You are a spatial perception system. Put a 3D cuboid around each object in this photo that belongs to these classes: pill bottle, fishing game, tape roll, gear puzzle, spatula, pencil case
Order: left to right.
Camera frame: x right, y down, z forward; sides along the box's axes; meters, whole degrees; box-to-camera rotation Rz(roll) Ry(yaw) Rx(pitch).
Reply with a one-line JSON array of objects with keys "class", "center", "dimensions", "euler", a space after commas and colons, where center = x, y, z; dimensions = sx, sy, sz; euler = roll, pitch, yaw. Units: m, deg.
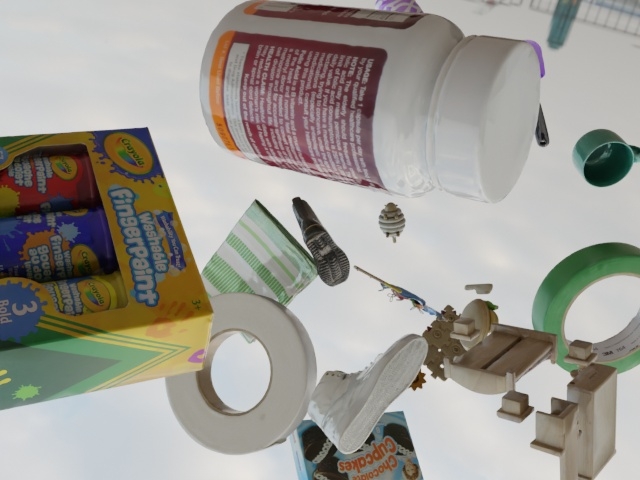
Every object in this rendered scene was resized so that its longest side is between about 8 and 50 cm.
[{"class": "tape roll", "center": [-0.196, 0.320, 1.803], "dimensions": [0.391, 0.392, 0.072], "euler": [25, -179, 22]}, {"class": "pill bottle", "center": [0.059, -0.179, 0.948], "dimensions": [0.392, 0.224, 0.224], "euler": [17, -159, 31]}, {"class": "fishing game", "center": [0.188, 0.132, 1.669], "dimensions": [0.189, 0.041, 0.264], "euler": [29, 179, 34]}, {"class": "pencil case", "center": [0.186, -0.425, 1.536], "dimensions": [0.086, 0.088, 0.206], "euler": [-24, -98, -43]}, {"class": "gear puzzle", "center": [0.391, 0.379, 2.472], "dimensions": [0.175, 0.044, 0.339], "euler": [39, -117, 15]}, {"class": "spatula", "center": [0.468, -0.314, 1.639], "dimensions": [0.084, 0.296, 0.030], "euler": [-9, -131, 24]}, {"class": "tape roll", "center": [0.650, 0.162, 1.703], "dimensions": [0.321, 0.321, 0.077], "euler": [9, -157, -13]}]

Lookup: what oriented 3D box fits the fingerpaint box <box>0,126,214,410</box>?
[{"class": "fingerpaint box", "center": [-0.415, 0.020, 1.204], "dimensions": [0.370, 0.163, 0.445], "euler": [-7, -130, -23]}]

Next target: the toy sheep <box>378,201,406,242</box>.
[{"class": "toy sheep", "center": [0.212, -0.052, 2.208], "dimensions": [0.091, 0.132, 0.091], "euler": [-3, -157, 1]}]

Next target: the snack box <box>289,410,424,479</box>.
[{"class": "snack box", "center": [0.089, 0.533, 1.853], "dimensions": [0.321, 0.060, 0.187], "euler": [1, -123, -28]}]

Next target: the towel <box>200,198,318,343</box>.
[{"class": "towel", "center": [-0.171, 0.090, 1.911], "dimensions": [0.248, 0.325, 0.038], "euler": [46, -148, 8]}]

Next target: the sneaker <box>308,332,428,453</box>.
[{"class": "sneaker", "center": [0.089, 0.293, 1.601], "dimensions": [0.108, 0.292, 0.169], "euler": [47, 170, -37]}]

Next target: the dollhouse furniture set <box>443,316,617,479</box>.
[{"class": "dollhouse furniture set", "center": [0.335, 0.295, 1.353], "dimensions": [0.355, 0.174, 0.303], "euler": [8, -160, 41]}]

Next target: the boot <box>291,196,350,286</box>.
[{"class": "boot", "center": [0.000, 0.000, 1.670], "dimensions": [0.076, 0.198, 0.137], "euler": [-24, -134, -3]}]

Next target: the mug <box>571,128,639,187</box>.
[{"class": "mug", "center": [0.700, -0.205, 1.837], "dimensions": [0.157, 0.129, 0.097], "euler": [21, -152, -22]}]

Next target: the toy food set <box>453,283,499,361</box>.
[{"class": "toy food set", "center": [0.359, 0.195, 1.688], "dimensions": [0.038, 0.192, 0.132], "euler": [12, 174, -18]}]
